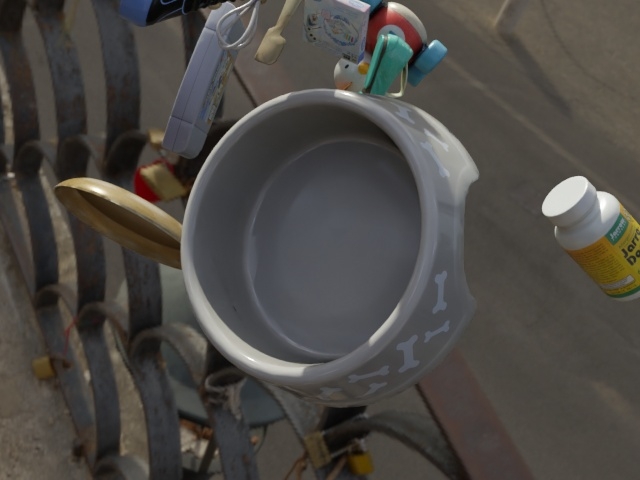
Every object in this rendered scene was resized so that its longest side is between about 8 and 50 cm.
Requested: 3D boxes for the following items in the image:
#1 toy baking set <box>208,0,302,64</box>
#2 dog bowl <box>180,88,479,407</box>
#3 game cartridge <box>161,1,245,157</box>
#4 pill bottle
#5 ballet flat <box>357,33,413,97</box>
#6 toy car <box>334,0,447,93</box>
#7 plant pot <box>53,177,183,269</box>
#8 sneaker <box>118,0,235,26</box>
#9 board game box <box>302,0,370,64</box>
[{"bbox_3d":[-0.095,-0.372,1.311,0.197,0.030,0.256,-36,72,-6],"label":"toy baking set"},{"bbox_3d":[0.000,0.000,0.955,0.102,0.349,0.349,16,34,-57],"label":"dog bowl"},{"bbox_3d":[-0.221,-0.303,1.736,0.062,0.297,0.198,21,2,-4],"label":"game cartridge"},{"bbox_3d":[0.460,-0.005,1.478,0.208,0.117,0.117,43,42,-21],"label":"pill bottle"},{"bbox_3d":[0.112,-0.279,1.759,0.087,0.247,0.083,19,28,-12],"label":"ballet flat"},{"bbox_3d":[0.109,-0.386,1.963,0.219,0.210,0.238,42,81,-4],"label":"toy car"},{"bbox_3d":[-0.271,-0.027,1.298,0.236,0.236,0.032,25,73,1],"label":"plant pot"},{"bbox_3d":[-0.101,-0.270,0.889,0.090,0.081,0.232,35,54,1],"label":"sneaker"},{"bbox_3d":[0.020,-0.291,1.209,0.090,0.090,0.020,27,56,16],"label":"board game box"}]
